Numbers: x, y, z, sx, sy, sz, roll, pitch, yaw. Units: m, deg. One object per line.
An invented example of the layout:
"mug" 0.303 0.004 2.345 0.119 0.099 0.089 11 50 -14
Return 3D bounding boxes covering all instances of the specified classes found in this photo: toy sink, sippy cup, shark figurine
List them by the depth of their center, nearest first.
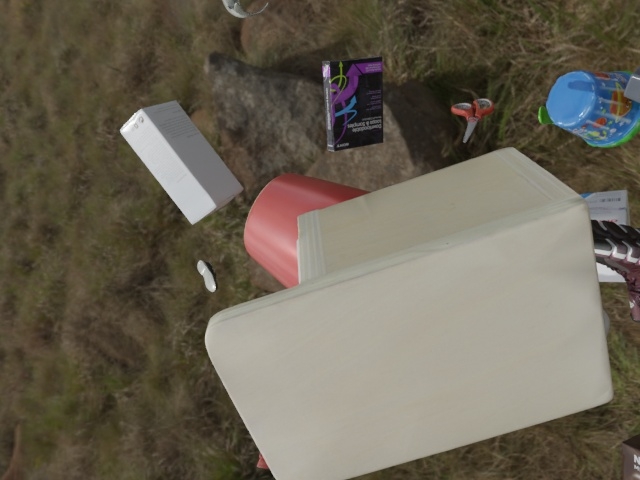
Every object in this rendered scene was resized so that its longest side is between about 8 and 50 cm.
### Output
"toy sink" 0.058 0.052 0.394 0.234 0.153 0.131 -19 25 5
"shark figurine" -0.233 -0.630 1.345 0.166 0.116 0.279 -28 60 39
"sippy cup" 0.819 -0.410 1.652 0.305 0.223 0.240 -54 43 44

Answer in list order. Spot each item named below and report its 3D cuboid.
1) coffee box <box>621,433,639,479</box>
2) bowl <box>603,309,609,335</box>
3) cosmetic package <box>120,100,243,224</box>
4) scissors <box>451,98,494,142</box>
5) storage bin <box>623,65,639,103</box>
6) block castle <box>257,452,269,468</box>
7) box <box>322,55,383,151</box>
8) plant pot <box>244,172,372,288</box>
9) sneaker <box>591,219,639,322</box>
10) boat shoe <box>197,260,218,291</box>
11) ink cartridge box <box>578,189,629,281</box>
"coffee box" 0.717 0.543 1.129 0.141 0.098 0.247 -170 72 -67
"bowl" 0.782 0.278 1.595 0.053 0.142 0.142 42 135 9
"cosmetic package" -0.272 -0.157 1.090 0.085 0.117 0.231 -32 96 30
"scissors" 0.391 -0.303 1.360 0.297 0.108 0.021 -76 -20 -61
"storage bin" 0.709 -0.329 1.150 0.091 0.135 0.098 34 150 30
"block castle" -0.064 0.430 1.260 0.303 0.212 0.454 -80 7 -68
"box" 0.064 -0.254 1.018 0.029 0.116 0.162 33 132 55
"plant pot" 0.000 0.000 1.085 0.243 0.275 0.275 27 104 23
"sneaker" 0.512 0.063 0.907 0.106 0.281 0.163 -78 -6 -62
"boat shoe" -0.340 0.110 1.690 0.125 0.038 0.046 49 119 38
"ink cartridge box" 0.750 -0.013 1.499 0.171 0.232 0.168 -3 115 32
